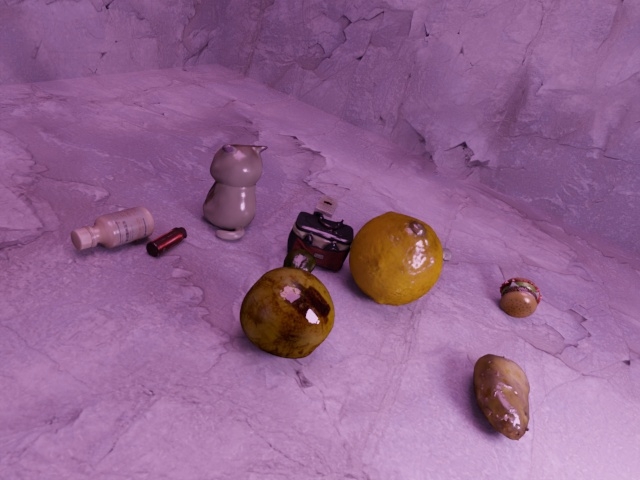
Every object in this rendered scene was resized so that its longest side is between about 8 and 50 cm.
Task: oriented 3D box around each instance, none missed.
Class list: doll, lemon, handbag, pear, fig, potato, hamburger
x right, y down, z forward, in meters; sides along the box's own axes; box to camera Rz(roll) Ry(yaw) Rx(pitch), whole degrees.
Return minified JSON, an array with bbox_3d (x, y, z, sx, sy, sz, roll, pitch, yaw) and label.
[{"bbox_3d":[-0.347,-0.209,1.733,0.214,0.371,0.226,-2,19,-35],"label":"doll"},{"bbox_3d":[0.287,0.063,1.628,0.349,0.387,0.350,14,51,-18],"label":"lemon"},{"bbox_3d":[0.000,0.000,1.731,0.254,0.182,0.181,17,31,-5],"label":"handbag"},{"bbox_3d":[-0.093,0.215,1.278,0.283,0.284,0.284,15,32,-9],"label":"pear"},{"bbox_3d":[-0.091,0.112,1.594,0.117,0.117,0.178,22,48,2],"label":"fig"},{"bbox_3d":[0.568,0.485,1.360,0.191,0.141,0.296,36,30,-7],"label":"potato"},{"bbox_3d":[0.856,0.256,1.862,0.175,0.175,0.137,26,45,10],"label":"hamburger"}]

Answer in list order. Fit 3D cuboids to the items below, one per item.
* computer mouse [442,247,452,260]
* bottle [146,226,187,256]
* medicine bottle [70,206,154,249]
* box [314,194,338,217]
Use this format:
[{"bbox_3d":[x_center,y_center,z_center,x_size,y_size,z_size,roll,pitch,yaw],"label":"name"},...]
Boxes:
[{"bbox_3d":[0.619,0.065,2.129,0.055,0.032,0.110,24,32,7],"label":"computer mouse"},{"bbox_3d":[-0.542,-0.001,1.541,0.060,0.060,0.164,28,32,11],"label":"bottle"},{"bbox_3d":[-0.694,-0.035,1.450,0.114,0.114,0.252,36,34,23],"label":"medicine bottle"},{"bbox_3d":[0.033,-0.175,2.167,0.089,0.024,0.167,22,32,2],"label":"box"}]
